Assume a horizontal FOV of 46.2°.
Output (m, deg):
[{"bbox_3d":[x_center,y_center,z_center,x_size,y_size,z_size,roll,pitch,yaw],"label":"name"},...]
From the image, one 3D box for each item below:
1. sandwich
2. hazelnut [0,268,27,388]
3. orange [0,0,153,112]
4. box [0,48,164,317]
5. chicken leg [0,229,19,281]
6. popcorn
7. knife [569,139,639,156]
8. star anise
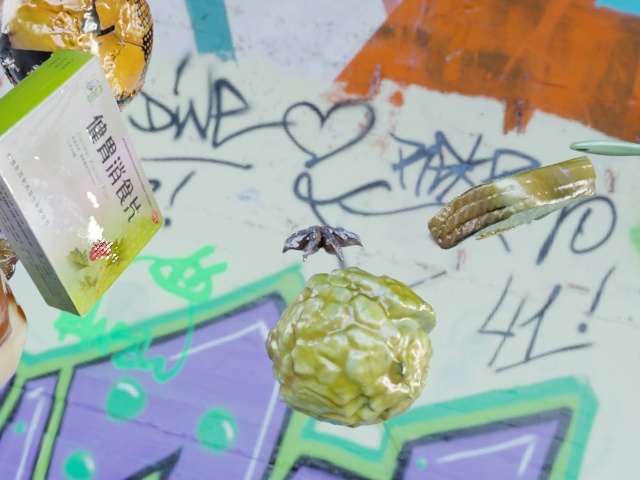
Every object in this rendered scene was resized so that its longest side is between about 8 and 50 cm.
[{"bbox_3d":[0.352,-0.071,1.366,0.251,0.087,0.226,-16,-7,-31],"label":"sandwich"},{"bbox_3d":[-0.441,0.079,0.764,0.241,0.261,0.261,51,10,30],"label":"hazelnut"},{"bbox_3d":[-0.332,-0.281,1.032,0.182,0.235,0.234,2,-15,29],"label":"orange"},{"bbox_3d":[-0.286,-0.060,0.864,0.062,0.175,0.261,14,-40,25],"label":"box"},{"bbox_3d":[-0.569,0.020,1.399,0.106,0.253,0.051,59,-8,-15],"label":"chicken leg"},{"bbox_3d":[0.050,0.165,1.196,0.247,0.282,0.282,19,-7,21],"label":"popcorn"},{"bbox_3d":[0.419,-0.108,0.941,0.207,0.014,0.030,6,-48,15],"label":"knife"},{"bbox_3d":[-0.001,-0.001,1.253,0.141,0.042,0.141,-6,16,2],"label":"star anise"}]
